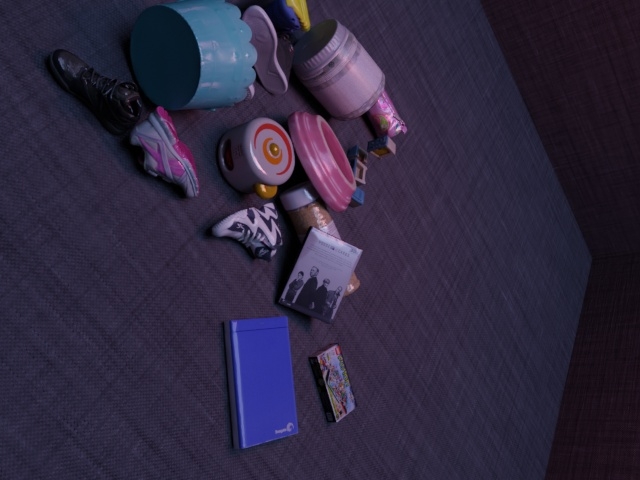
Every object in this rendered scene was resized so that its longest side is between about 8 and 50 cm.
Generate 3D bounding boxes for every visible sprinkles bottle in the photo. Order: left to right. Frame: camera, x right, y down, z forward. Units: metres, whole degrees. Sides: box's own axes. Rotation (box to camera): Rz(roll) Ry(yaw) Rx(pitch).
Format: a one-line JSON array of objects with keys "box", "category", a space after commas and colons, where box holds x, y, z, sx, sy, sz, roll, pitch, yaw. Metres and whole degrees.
[{"box": [0.000, 0.000, 1.862, 0.121, 0.121, 0.355, -38, 110, -47], "category": "sprinkles bottle"}]

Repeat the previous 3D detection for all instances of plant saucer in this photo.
[{"box": [0.016, -0.247, 1.868, 0.332, 0.084, 0.332, 57, 16, -25], "category": "plant saucer"}]

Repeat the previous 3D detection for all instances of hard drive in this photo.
[{"box": [-0.155, 0.366, 1.645, 0.210, 0.040, 0.318, 4, 77, -49], "category": "hard drive"}]

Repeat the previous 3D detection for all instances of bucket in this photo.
[{"box": [-0.313, -0.447, 1.504, 0.183, 0.281, 0.281, -27, 101, -50], "category": "bucket"}]

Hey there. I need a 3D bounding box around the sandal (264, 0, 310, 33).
[{"box": [-0.104, -0.671, 1.836, 0.317, 0.138, 0.126, -89, 171, -83], "category": "sandal"}]

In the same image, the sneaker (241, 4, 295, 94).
[{"box": [-0.152, -0.584, 1.812, 0.295, 0.105, 0.146, 69, 26, -53], "category": "sneaker"}]

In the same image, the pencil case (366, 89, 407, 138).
[{"box": [0.204, -0.496, 2.236, 0.284, 0.124, 0.124, 58, 44, -21], "category": "pencil case"}]

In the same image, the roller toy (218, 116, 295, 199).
[{"box": [-0.171, -0.232, 1.703, 0.191, 0.146, 0.209, 50, 47, -29], "category": "roller toy"}]

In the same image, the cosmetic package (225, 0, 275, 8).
[{"box": [-0.222, -0.807, 1.804, 0.225, 0.138, 0.223, -29, 102, -48], "category": "cosmetic package"}]

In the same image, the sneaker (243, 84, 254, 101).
[{"box": [-0.254, -0.532, 1.713, 0.282, 0.102, 0.161, 52, 49, -28], "category": "sneaker"}]

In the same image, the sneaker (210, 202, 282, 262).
[{"box": [-0.183, -0.005, 1.667, 0.235, 0.094, 0.153, -22, 89, -60], "category": "sneaker"}]

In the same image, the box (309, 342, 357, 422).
[{"box": [0.039, 0.424, 1.861, 0.114, 0.036, 0.206, -22, 97, -50], "category": "box"}]

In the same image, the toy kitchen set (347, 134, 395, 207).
[{"box": [0.148, -0.241, 2.064, 0.122, 0.166, 0.207, 29, 59, -42], "category": "toy kitchen set"}]

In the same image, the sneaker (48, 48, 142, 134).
[{"box": [-0.486, -0.345, 1.378, 0.227, 0.130, 0.087, 50, 45, -26], "category": "sneaker"}]

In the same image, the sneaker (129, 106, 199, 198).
[{"box": [-0.376, -0.198, 1.501, 0.103, 0.111, 0.252, -113, 179, -51], "category": "sneaker"}]

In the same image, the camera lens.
[{"box": [0.059, -0.539, 1.997, 0.274, 0.220, 0.219, 42, 51, -35], "category": "camera lens"}]

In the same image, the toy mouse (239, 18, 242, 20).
[{"box": [-0.243, -0.602, 1.806, 0.161, 0.031, 0.143, -40, 110, -47], "category": "toy mouse"}]

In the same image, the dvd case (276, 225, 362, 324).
[{"box": [0.000, 0.101, 1.791, 0.179, 0.030, 0.238, 26, 85, -21], "category": "dvd case"}]
